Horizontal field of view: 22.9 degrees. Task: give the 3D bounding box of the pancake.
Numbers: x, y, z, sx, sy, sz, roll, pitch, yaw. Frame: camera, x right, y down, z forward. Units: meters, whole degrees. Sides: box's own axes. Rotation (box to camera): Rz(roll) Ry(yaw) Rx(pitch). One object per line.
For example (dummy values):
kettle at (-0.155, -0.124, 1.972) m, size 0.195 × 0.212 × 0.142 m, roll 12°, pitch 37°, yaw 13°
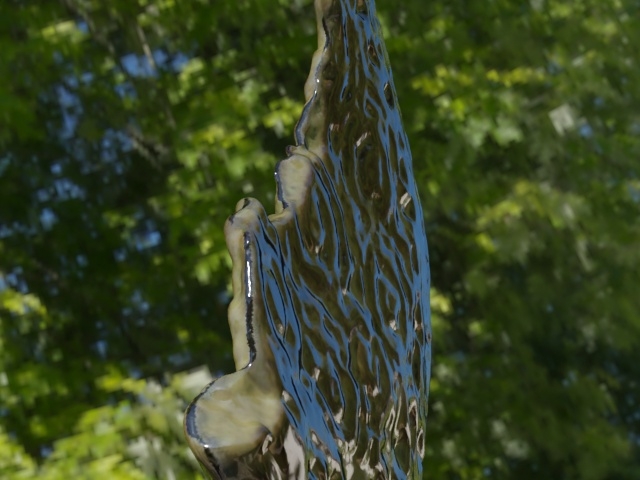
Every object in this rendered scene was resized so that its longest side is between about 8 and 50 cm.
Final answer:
pancake at (0.000, 0.000, 0.405) m, size 0.020 × 0.184 × 0.190 m, roll -6°, pitch 14°, yaw 17°
